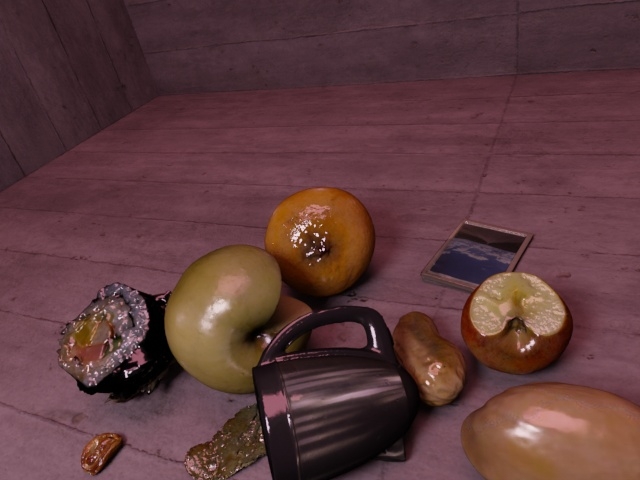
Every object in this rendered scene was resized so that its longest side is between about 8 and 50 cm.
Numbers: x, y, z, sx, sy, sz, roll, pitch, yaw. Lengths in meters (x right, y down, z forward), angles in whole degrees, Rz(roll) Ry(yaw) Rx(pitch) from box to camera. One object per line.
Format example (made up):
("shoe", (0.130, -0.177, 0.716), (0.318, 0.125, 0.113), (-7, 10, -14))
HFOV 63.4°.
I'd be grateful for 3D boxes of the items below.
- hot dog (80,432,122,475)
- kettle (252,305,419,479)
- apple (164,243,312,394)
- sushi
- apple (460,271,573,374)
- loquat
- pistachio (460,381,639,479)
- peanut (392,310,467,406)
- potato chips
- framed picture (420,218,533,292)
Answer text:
("hot dog", (-0.416, 0.399, 0.981), (0.058, 0.035, 0.083), (9, 39, 24))
("kettle", (0.031, 0.269, 0.879), (0.271, 0.207, 0.250), (-9, 45, -11))
("apple", (-0.164, 0.152, 1.040), (0.292, 0.292, 0.254), (-31, 28, -26))
("sushi", (-0.398, 0.227, 1.088), (0.239, 0.218, 0.225), (-24, 57, -8))
("apple", (0.359, 0.159, 0.955), (0.195, 0.160, 0.173), (-7, 30, 12))
("loquat", (0.000, 0.000, 1.226), (0.263, 0.263, 0.263), (-9, 33, 6))
("pistachio", (0.356, 0.297, 0.755), (0.293, 0.162, 0.181), (4, 54, 18))
("peanut", (0.202, 0.216, 0.983), (0.120, 0.110, 0.236), (-23, 24, 4))
("potato chips", (-0.146, 0.362, 0.956), (0.209, 0.026, 0.142), (-16, 31, -5))
("framed picture", (0.384, 0.038, 1.258), (0.189, 0.023, 0.260), (16, 43, 33))
